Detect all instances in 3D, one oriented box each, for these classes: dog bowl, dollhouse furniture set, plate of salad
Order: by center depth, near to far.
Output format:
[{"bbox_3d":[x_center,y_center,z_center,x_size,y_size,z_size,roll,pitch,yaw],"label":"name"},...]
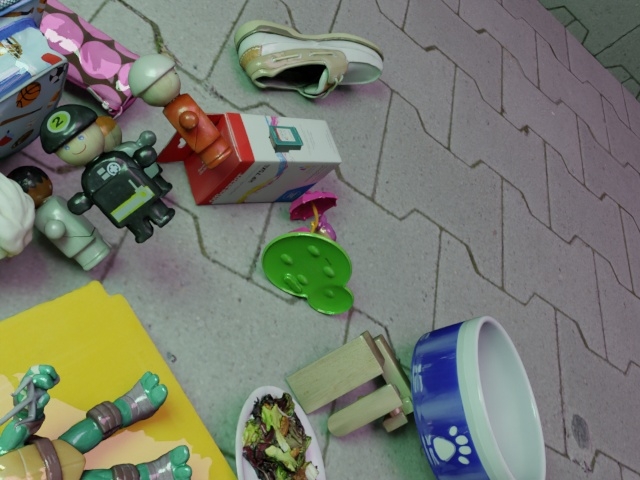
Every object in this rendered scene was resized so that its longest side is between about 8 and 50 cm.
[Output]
[{"bbox_3d":[-0.034,0.269,0.678,0.200,0.048,0.200,50,27,-38],"label":"plate of salad"},{"bbox_3d":[0.054,0.217,0.838,0.144,0.123,0.151,60,10,4],"label":"dollhouse furniture set"},{"bbox_3d":[0.242,0.254,0.863,0.265,0.104,0.265,38,41,-43],"label":"dog bowl"}]

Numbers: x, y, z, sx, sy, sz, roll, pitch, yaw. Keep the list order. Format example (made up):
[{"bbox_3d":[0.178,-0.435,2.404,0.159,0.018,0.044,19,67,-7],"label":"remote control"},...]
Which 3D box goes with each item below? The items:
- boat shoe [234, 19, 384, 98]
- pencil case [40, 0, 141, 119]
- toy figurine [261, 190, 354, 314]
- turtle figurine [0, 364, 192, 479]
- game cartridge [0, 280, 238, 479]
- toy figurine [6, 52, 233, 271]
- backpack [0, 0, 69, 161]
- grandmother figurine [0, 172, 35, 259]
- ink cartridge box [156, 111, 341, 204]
[{"bbox_3d":[-0.009,-0.312,1.042,0.302,0.113,0.103,-3,69,-29],"label":"boat shoe"},{"bbox_3d":[-0.333,-0.249,0.744,0.209,0.095,0.098,30,65,-20],"label":"pencil case"},{"bbox_3d":[0.000,0.000,0.874,0.173,0.130,0.159,54,30,-33],"label":"toy figurine"},{"bbox_3d":[-0.225,0.191,0.471,0.234,0.118,0.175,-2,79,-54],"label":"turtle figurine"},{"bbox_3d":[-0.272,0.217,0.534,0.323,0.052,0.285,-28,82,-44],"label":"game cartridge"},{"bbox_3d":[-0.232,-0.089,0.646,0.148,0.209,0.213,51,44,-20],"label":"toy figurine"},{"bbox_3d":[-0.392,-0.156,0.539,0.263,0.276,0.213,-40,94,-33],"label":"backpack"},{"bbox_3d":[-0.389,0.034,0.456,0.104,0.208,0.342,44,46,6],"label":"grandmother figurine"},{"bbox_3d":[-0.102,-0.114,0.824,0.231,0.134,0.078,-6,71,-41],"label":"ink cartridge box"}]
